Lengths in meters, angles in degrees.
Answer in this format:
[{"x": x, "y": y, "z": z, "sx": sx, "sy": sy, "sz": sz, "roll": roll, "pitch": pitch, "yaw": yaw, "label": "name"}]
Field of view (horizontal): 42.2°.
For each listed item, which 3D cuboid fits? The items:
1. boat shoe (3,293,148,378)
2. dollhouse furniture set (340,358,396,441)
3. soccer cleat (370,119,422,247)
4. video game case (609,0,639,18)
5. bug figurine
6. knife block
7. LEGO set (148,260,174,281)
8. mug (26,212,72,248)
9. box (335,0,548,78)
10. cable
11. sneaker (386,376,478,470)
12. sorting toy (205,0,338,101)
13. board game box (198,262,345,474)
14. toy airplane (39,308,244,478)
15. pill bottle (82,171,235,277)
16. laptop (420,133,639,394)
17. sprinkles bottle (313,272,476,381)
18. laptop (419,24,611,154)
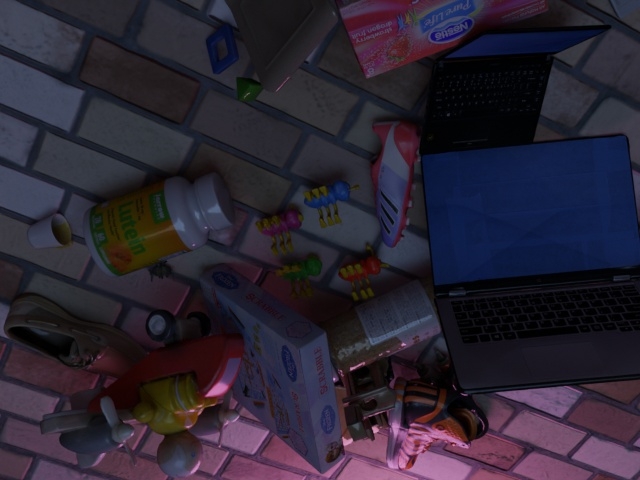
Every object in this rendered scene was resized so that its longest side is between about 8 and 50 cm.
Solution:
[{"x": -0.484, "y": 0.215, "z": 1.655, "sx": 0.302, "sy": 0.098, "sz": 0.109, "roll": 32, "pitch": 116, "yaw": -22, "label": "boat shoe"}, {"x": 0.113, "y": 0.344, "z": 1.626, "sx": 0.101, "sy": 0.182, "sz": 0.161, "roll": -20, "pitch": 119, "yaw": 5, "label": "dollhouse furniture set"}, {"x": 0.127, "y": -0.103, "z": 1.506, "sx": 0.095, "sy": 0.083, "sz": 0.248, "roll": 11, "pitch": 122, "yaw": 7, "label": "soccer cleat"}, {"x": 0.510, "y": -0.458, "z": 1.326, "sx": 0.143, "sy": 0.019, "sz": 0.157, "roll": -32, "pitch": 119, "yaw": 16, "label": "video game case"}, {"x": 0.000, "y": 0.000, "z": 1.563, "sx": 0.216, "sy": 0.072, "sz": 0.279, "roll": -14, "pitch": 128, "yaw": 13, "label": "bug figurine"}, {"x": 0.035, "y": 0.315, "z": 1.761, "sx": 0.275, "sy": 0.088, "sz": 0.242, "roll": -25, "pitch": 119, "yaw": 11, "label": "knife block"}, {"x": -0.317, "y": 0.050, "z": 1.608, "sx": 0.054, "sy": 0.023, "sz": 0.083, "roll": -32, "pitch": 106, "yaw": 14, "label": "LEGO set"}, {"x": -0.502, "y": -0.006, "z": 1.535, "sx": 0.064, "sy": 0.062, "sz": 0.078, "roll": -15, "pitch": 117, "yaw": 15, "label": "mug"}, {"x": 0.173, "y": -0.389, "z": 1.256, "sx": 0.300, "sy": 0.142, "sz": 0.154, "roll": -19, "pitch": 142, "yaw": 8, "label": "box"}, {"x": 0.304, "y": 0.334, "z": 1.827, "sx": 0.139, "sy": 0.072, "sz": 0.287, "roll": -41, "pitch": 130, "yaw": 7, "label": "cable"}, {"x": 0.238, "y": 0.415, "z": 1.766, "sx": 0.180, "sy": 0.125, "sz": 0.321, "roll": 9, "pitch": 144, "yaw": 12, "label": "sneaker"}, {"x": -0.055, "y": -0.354, "z": 1.262, "sx": 0.047, "sy": 0.196, "sz": 0.347, "roll": -5, "pitch": 152, "yaw": -44, "label": "sorting toy"}, {"x": -0.093, "y": 0.241, "z": 1.586, "sx": 0.066, "sy": 0.318, "sz": 0.319, "roll": -30, "pitch": 130, "yaw": -29, "label": "board game box"}, {"x": -0.327, "y": 0.336, "z": 1.572, "sx": 0.386, "sy": 0.272, "sz": 0.384, "roll": -22, "pitch": 158, "yaw": -25, "label": "toy airplane"}, {"x": -0.283, "y": -0.034, "z": 1.482, "sx": 0.245, "sy": 0.136, "sz": 0.136, "roll": -19, "pitch": 122, "yaw": 9, "label": "pill bottle"}, {"x": 0.386, "y": 0.025, "z": 1.394, "sx": 0.382, "sy": 0.408, "sz": 0.236, "roll": -6, "pitch": 120, "yaw": 1, "label": "laptop"}, {"x": 0.129, "y": 0.162, "z": 1.610, "sx": 0.355, "sy": 0.121, "sz": 0.121, "roll": -24, "pitch": 122, "yaw": -2, "label": "sprinkles bottle"}, {"x": 0.308, "y": -0.240, "z": 1.350, "sx": 0.234, "sy": 0.136, "sz": 0.264, "roll": -7, "pitch": 125, "yaw": -20, "label": "laptop"}]
